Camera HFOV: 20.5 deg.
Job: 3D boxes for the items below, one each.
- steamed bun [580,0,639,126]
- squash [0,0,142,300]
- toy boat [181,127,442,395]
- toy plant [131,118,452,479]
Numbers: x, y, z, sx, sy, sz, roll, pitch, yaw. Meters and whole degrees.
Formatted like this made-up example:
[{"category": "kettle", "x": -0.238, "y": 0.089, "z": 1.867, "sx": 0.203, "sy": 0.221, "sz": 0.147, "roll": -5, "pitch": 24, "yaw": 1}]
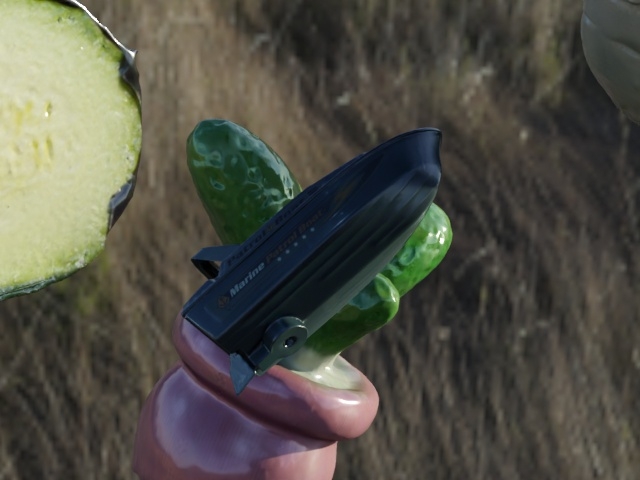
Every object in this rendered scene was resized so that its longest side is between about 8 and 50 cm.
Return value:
[{"category": "steamed bun", "x": 0.376, "y": -0.174, "z": 1.559, "sx": 0.247, "sy": 0.236, "sz": 0.383, "roll": 36, "pitch": 19, "yaw": 26}, {"category": "squash", "x": -0.199, "y": -0.062, "z": 1.063, "sx": 0.085, "sy": 0.192, "sz": 0.184, "roll": 13, "pitch": 10, "yaw": 42}, {"category": "toy boat", "x": 0.000, "y": 0.000, "z": 1.335, "sx": 0.246, "sy": 0.093, "sz": 0.103, "roll": -42, "pitch": 55, "yaw": 1}, {"category": "toy plant", "x": -0.050, "y": 0.093, "z": 1.663, "sx": 0.317, "sy": 0.356, "sz": 0.210, "roll": 18, "pitch": 17, "yaw": -37}]
